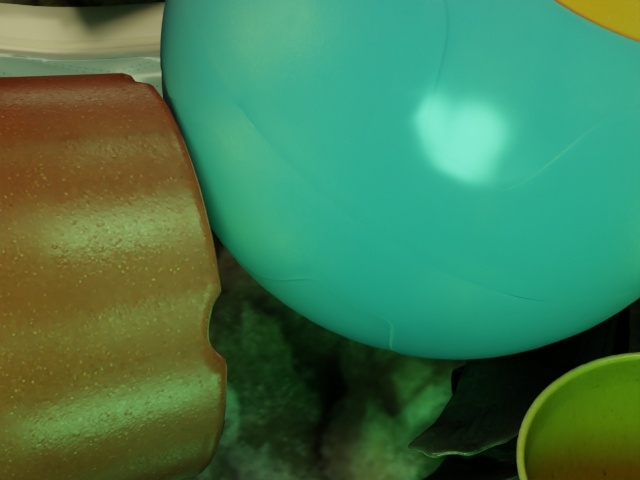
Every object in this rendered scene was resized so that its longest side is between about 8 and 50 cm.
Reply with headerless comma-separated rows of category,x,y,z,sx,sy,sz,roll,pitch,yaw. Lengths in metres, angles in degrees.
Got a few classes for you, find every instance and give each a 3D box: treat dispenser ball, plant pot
treat dispenser ball,0.066,-0.086,0.776,0.288,0.288,0.288,-1,42,1
plant pot,0.154,0.131,0.724,0.134,0.095,0.134,-1,43,1
plant pot,-0.198,0.038,0.735,0.265,0.272,0.272,-9,42,-21

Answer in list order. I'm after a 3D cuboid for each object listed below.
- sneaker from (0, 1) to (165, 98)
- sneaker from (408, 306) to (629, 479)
sneaker,-0.138,-0.051,0.937,0.366,0.135,0.150,2,69,-1
sneaker,0.108,0.069,0.824,0.089,0.051,0.170,3,34,17
